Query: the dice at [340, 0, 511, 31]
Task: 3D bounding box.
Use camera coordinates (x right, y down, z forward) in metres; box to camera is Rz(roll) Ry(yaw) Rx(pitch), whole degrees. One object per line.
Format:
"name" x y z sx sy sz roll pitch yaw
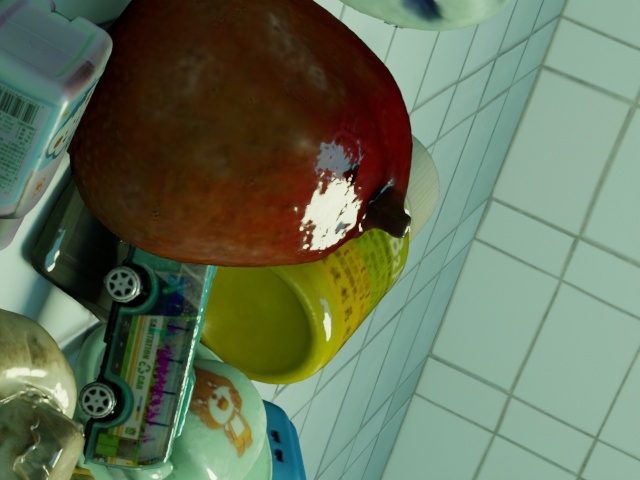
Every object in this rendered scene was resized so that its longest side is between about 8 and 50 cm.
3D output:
"dice" 0.110 -0.399 1.375 0.268 0.264 0.262 -58 163 -17

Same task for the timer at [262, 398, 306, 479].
"timer" -0.133 0.405 1.864 0.340 0.115 0.309 -58 -158 21

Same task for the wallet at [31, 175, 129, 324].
"wallet" -0.211 -0.008 1.361 0.169 0.052 0.245 -65 163 -11

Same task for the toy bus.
"toy bus" -0.171 0.100 1.319 0.091 0.109 0.262 -105 -152 -82

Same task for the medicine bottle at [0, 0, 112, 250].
"medicine bottle" -0.240 -0.083 1.002 0.188 0.094 0.119 -58 -173 34

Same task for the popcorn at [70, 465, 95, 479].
"popcorn" -0.260 0.314 1.239 0.225 0.173 0.286 -40 -142 24

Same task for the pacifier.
"pacifier" -0.210 0.243 1.521 0.269 0.288 0.343 -33 -179 25

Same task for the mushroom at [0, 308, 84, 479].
"mushroom" -0.304 0.175 1.096 0.255 0.184 0.255 -61 173 -13

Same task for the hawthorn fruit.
"hawthorn fruit" -0.072 -0.108 1.202 0.295 0.311 0.295 -172 -90 -73

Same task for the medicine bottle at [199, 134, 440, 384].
"medicine bottle" 0.000 0.000 1.731 0.384 0.224 0.224 -47 157 -49
